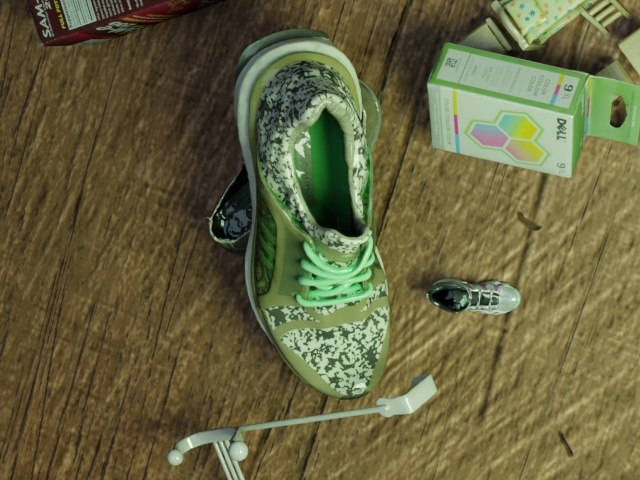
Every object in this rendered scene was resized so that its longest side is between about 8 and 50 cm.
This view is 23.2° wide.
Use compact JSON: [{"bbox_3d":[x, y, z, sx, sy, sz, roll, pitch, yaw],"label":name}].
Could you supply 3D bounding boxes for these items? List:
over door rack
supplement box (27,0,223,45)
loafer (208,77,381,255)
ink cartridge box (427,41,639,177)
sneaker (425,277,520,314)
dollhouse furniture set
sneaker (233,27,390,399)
[{"bbox_3d":[0.007,0.296,1.681,0.324,0.108,0.239,-17,102,28],"label":"over door rack"},{"bbox_3d":[-0.184,-0.279,1.703,0.239,0.130,0.073,-15,92,20],"label":"supplement box"},{"bbox_3d":[-0.031,-0.073,1.699,0.094,0.087,0.251,44,107,9],"label":"loafer"},{"bbox_3d":[0.218,-0.127,1.596,0.209,0.109,0.062,14,61,16],"label":"ink cartridge box"},{"bbox_3d":[0.160,0.064,1.663,0.098,0.069,0.038,2,97,18],"label":"sneaker"},{"bbox_3d":[0.242,-0.187,1.591,0.182,0.101,0.161,-37,85,18],"label":"dollhouse furniture set"},{"bbox_3d":[0.000,0.000,1.597,0.158,0.182,0.410,-14,114,-7],"label":"sneaker"}]
